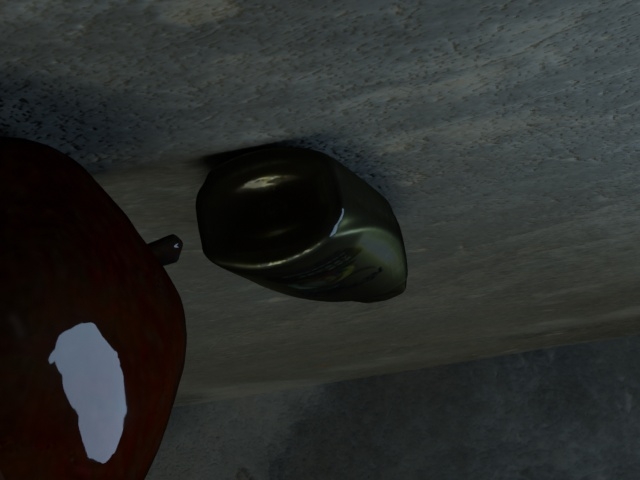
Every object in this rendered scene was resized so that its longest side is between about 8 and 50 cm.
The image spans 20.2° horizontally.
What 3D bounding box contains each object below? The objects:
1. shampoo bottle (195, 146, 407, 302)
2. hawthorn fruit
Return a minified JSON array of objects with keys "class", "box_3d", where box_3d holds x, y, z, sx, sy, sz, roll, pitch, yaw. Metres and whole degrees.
[{"class":"shampoo bottle","box_3d":[0.000,0.000,1.393,0.125,0.084,0.350,-12,170,9]},{"class":"hawthorn fruit","box_3d":[-0.234,0.068,1.092,0.308,0.325,0.308,0,126,1]}]
